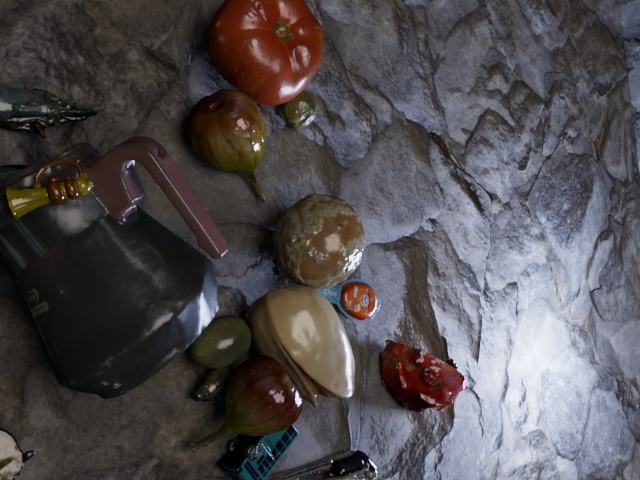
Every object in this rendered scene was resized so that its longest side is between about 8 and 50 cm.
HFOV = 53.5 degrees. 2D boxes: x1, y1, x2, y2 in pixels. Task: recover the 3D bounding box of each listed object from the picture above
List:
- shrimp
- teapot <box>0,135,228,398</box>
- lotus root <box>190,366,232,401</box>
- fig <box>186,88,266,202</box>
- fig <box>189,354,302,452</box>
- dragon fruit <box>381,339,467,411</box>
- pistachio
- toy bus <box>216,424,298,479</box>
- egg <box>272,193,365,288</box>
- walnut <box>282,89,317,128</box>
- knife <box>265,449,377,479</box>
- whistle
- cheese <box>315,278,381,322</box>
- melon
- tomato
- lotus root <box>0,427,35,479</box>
[{"bbox_3d":[-0.522,-0.172,1.049,0.289,0.075,0.178,-1,94,-41],"label":"shrimp"},{"bbox_3d":[-0.336,0.024,1.006,0.361,0.376,0.305,54,25,-13],"label":"teapot"},{"bbox_3d":[-0.215,0.288,1.265,0.049,0.054,0.099,50,53,1],"label":"lotus root"},{"bbox_3d":[-0.167,-0.184,1.323,0.159,0.159,0.257,-51,134,-32],"label":"fig"},{"bbox_3d":[-0.147,0.323,1.251,0.160,0.231,0.143,52,18,-38],"label":"fig"},{"bbox_3d":[0.267,0.360,1.595,0.274,0.161,0.126,42,58,-31],"label":"dragon fruit"},{"bbox_3d":[-0.035,0.222,1.331,0.187,0.187,0.299,-45,113,-34],"label":"pistachio"},{"bbox_3d":[-0.126,0.429,1.308,0.160,0.079,0.091,-47,116,-36],"label":"toy bus"},{"bbox_3d":[0.000,0.000,1.384,0.203,0.203,0.245,59,29,-19],"label":"egg"},{"bbox_3d":[-0.048,-0.302,1.459,0.092,0.092,0.092,5,82,-40],"label":"walnut"},{"bbox_3d":[-0.008,0.530,1.408,0.365,0.043,0.089,1,46,-39],"label":"knife"},{"bbox_3d":[-0.369,-0.072,0.871,0.109,0.057,0.046,-21,138,-14],"label":"whistle"},{"bbox_3d":[0.056,0.134,1.523,0.256,0.037,0.106,18,72,-38],"label":"cheese"},{"bbox_3d":[-0.198,0.202,1.262,0.131,0.098,0.098,-30,104,-33],"label":"melon"},{"bbox_3d":[-0.121,-0.418,1.343,0.260,0.180,0.259,8,77,-39],"label":"tomato"},{"bbox_3d":[-0.562,0.396,0.946,0.170,0.074,0.260,46,60,-26],"label":"lotus root"}]
